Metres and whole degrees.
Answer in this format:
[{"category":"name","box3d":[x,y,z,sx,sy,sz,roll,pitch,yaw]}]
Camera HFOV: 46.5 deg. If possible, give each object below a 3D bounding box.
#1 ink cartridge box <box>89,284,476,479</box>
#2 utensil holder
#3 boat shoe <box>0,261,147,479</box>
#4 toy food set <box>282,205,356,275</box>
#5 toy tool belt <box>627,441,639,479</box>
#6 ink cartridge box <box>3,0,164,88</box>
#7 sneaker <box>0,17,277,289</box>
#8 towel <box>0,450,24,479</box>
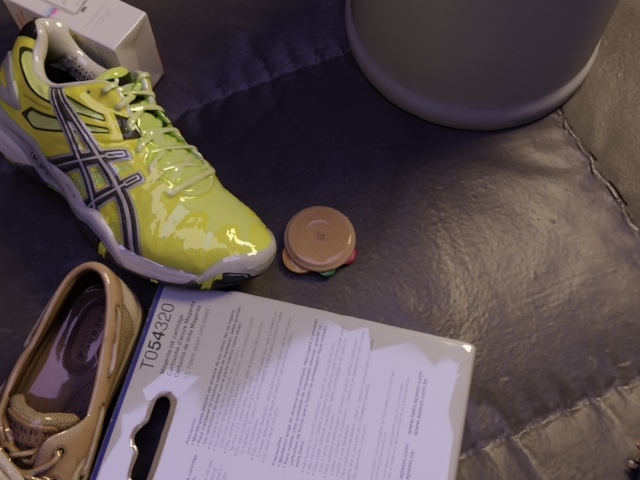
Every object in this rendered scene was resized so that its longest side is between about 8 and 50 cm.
[{"category":"ink cartridge box","box3d":[-0.040,0.222,0.709,0.330,0.071,0.324,12,66,8]},{"category":"utensil holder","box3d":[0.197,-0.360,0.800,0.327,0.385,0.327,0,65,-1]},{"category":"boat shoe","box3d":[-0.267,0.183,0.698,0.122,0.110,0.341,12,68,5]},{"category":"toy food set","box3d":[0.000,0.000,0.834,0.082,0.020,0.083,4,65,1]},{"category":"toy tool belt","box3d":[0.324,0.216,0.721,0.051,0.052,0.083,18,86,14]},{"category":"ink cartridge box","box3d":[-0.296,-0.252,0.894,0.198,0.115,0.067,27,69,12]},{"category":"sneaker","box3d":[-0.206,-0.090,0.783,0.385,0.147,0.145,34,36,12]},{"category":"towel","box3d":[-0.358,0.277,0.637,0.187,0.049,0.282,44,99,20]}]
